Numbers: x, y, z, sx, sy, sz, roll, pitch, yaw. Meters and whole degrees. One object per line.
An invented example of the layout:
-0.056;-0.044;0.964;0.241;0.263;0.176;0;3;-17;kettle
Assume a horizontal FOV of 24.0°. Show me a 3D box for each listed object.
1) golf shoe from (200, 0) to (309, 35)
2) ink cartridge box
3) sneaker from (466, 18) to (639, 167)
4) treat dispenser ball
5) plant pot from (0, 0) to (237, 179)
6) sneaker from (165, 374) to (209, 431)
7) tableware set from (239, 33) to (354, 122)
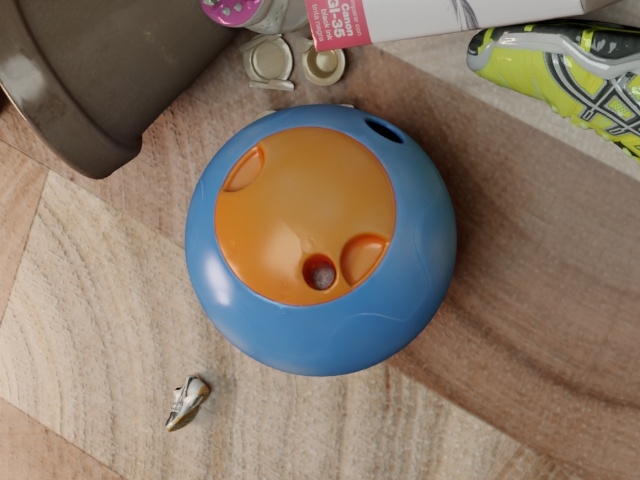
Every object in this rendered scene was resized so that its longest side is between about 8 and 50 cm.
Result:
-0.056;-0.368;1.636;0.115;0.140;0.306;0;80;39;golf shoe
0.151;-0.271;1.491;0.283;0.207;0.117;-4;102;27;ink cartridge box
0.318;-0.131;1.480;0.384;0.145;0.147;16;109;24;sneaker
0.000;0.000;1.589;0.288;0.288;0.288;7;105;25;treat dispenser ball
-0.226;-0.235;1.685;0.229;0.263;0.263;-32;87;12;plant pot
-0.171;0.202;1.873;0.037;0.032;0.083;48;114;24;sneaker
-0.023;-0.163;1.712;0.141;0.020;0.169;-4;101;27;tableware set
